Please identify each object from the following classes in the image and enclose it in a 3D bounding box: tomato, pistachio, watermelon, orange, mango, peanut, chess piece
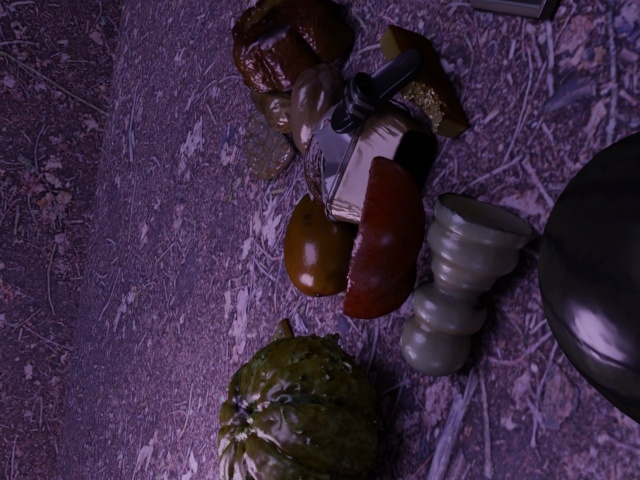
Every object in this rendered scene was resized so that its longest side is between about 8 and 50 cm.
[{"bbox_3d":[0.095,0.001,1.117,0.237,0.095,0.236,10,-90,-86],"label":"tomato"},{"bbox_3d":[-0.008,-0.247,1.526,0.126,0.108,0.185,-138,55,-64],"label":"pistachio"},{"bbox_3d":[0.341,0.040,0.634,0.359,0.279,0.278,24,99,61],"label":"watermelon"},{"bbox_3d":[-0.034,0.294,1.243,0.300,0.223,0.301,-30,49,39],"label":"orange"},{"bbox_3d":[-0.002,0.006,1.404,0.151,0.121,0.221,-60,27,30],"label":"mango"},{"bbox_3d":[-0.091,-0.307,1.703,0.229,0.103,0.098,-121,13,-50],"label":"peanut"},{"bbox_3d":[0.179,0.070,1.066,0.133,0.133,0.243,49,126,55],"label":"chess piece"}]

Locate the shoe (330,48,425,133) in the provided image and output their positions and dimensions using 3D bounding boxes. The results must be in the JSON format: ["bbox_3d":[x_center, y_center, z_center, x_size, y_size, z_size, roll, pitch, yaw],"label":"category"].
[{"bbox_3d":[0.075,-0.239,1.221,0.179,0.049,0.071,-36,45,22],"label":"shoe"}]

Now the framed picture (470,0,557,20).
[{"bbox_3d":[0.316,-0.446,1.132,0.189,0.023,0.259,44,117,60],"label":"framed picture"}]

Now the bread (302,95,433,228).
[{"bbox_3d":[0.074,-0.130,1.318,0.212,0.142,0.224,33,105,45],"label":"bread"}]

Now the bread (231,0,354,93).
[{"bbox_3d":[-0.070,-0.414,1.616,0.247,0.135,0.232,-32,43,13],"label":"bread"}]

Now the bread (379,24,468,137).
[{"bbox_3d":[0.160,-0.252,1.256,0.049,0.088,0.226,-51,37,35],"label":"bread"}]

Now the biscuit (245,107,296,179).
[{"bbox_3d":[-0.122,-0.207,1.774,0.141,0.038,0.289,-65,30,21],"label":"biscuit"}]

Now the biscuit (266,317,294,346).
[{"bbox_3d":[-0.103,0.280,1.573,0.231,0.016,0.139,-61,35,28],"label":"biscuit"}]
